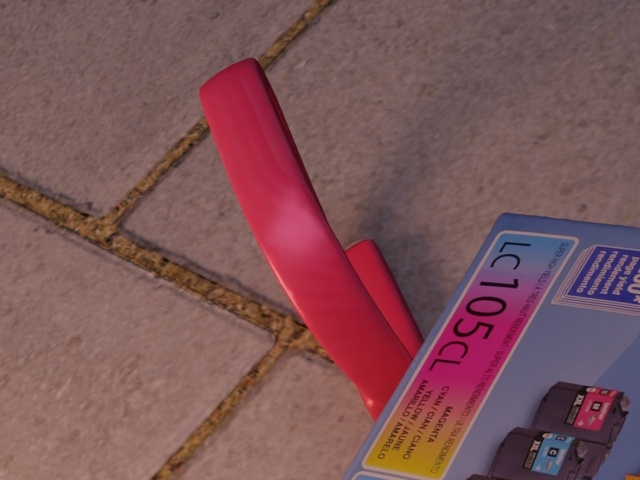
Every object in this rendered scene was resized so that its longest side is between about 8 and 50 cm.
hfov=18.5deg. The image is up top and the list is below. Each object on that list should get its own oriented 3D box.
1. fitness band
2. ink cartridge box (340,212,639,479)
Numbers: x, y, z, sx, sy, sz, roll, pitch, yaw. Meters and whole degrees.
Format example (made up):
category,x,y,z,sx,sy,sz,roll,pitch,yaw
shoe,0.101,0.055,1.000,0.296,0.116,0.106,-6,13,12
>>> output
category,x,y,z,sx,sy,sz,roll,pitch,yaw
fitness band,0.000,0.000,1.277,0.054,0.209,0.291,-29,39,3
ink cartridge box,0.223,0.142,1.023,0.395,0.151,0.270,8,54,38
